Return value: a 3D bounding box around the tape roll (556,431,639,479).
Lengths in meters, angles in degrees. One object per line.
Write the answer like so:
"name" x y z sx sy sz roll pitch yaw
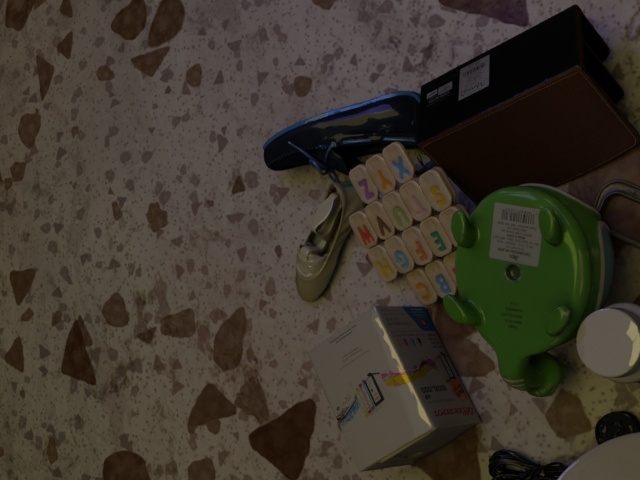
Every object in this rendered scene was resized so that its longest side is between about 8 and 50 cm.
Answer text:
"tape roll" 0.496 0.466 1.635 0.392 0.072 0.392 -6 65 14

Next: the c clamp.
"c clamp" 0.494 -0.018 1.807 0.160 0.022 0.137 35 106 32

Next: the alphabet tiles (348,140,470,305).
"alphabet tiles" 0.153 -0.023 1.962 0.284 0.021 0.278 -29 90 56

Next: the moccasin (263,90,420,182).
"moccasin" 0.039 -0.174 2.081 0.342 0.137 0.117 -17 80 35

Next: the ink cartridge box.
"ink cartridge box" 0.127 0.253 1.957 0.168 0.171 0.233 -37 67 28

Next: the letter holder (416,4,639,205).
"letter holder" 0.344 -0.204 1.872 0.301 0.214 0.152 -25 40 32

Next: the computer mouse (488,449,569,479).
"computer mouse" 0.341 0.490 1.850 0.188 0.072 0.272 7 78 38

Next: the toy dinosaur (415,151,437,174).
"toy dinosaur" 0.196 -0.130 2.023 0.090 0.047 0.082 54 134 15

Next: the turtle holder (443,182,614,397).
"turtle holder" 0.352 0.070 1.768 0.243 0.227 0.320 -27 77 40

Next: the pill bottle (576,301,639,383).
"pill bottle" 0.467 0.152 1.696 0.119 0.208 0.119 -3 85 36

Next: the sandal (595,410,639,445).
"sandal" 0.495 0.384 1.750 0.097 0.054 0.254 -42 64 26

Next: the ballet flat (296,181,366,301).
"ballet flat" 0.000 0.000 2.126 0.086 0.086 0.248 33 106 33
